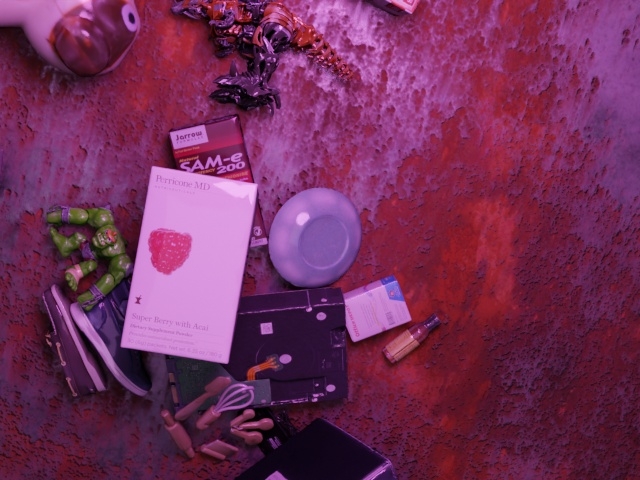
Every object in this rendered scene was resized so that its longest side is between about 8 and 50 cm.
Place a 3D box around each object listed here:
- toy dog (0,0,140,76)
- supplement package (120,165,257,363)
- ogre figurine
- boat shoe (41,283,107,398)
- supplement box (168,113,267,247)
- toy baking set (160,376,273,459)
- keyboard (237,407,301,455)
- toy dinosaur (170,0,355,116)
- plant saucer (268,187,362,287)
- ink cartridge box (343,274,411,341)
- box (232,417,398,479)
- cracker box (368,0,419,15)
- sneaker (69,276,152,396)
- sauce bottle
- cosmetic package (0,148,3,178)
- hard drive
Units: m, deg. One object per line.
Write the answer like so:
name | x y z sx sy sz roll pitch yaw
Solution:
toy dog | -0.483 -0.412 1.311 0.408 0.284 0.395 24 100 -12
supplement package | -0.212 0.039 1.386 0.177 0.175 0.293 9 89 -4
ogre figurine | -0.415 0.014 1.508 0.118 0.097 0.197 -23 60 -7
boat shoe | -0.474 0.193 1.550 0.069 0.081 0.227 -21 107 -4
supplement box | -0.185 -0.099 1.515 0.130 0.073 0.239 -14 103 -2
toy baking set | -0.202 0.338 1.583 0.197 0.030 0.256 -19 134 5
keyboard | -0.077 0.397 1.669 0.100 0.038 0.192 -26 107 25
toy dinosaur | -0.104 -0.344 1.434 0.322 0.164 0.218 17 85 12
plant saucer | 0.000 0.000 1.542 0.195 0.037 0.195 -7 106 -25
ink cartridge box | 0.102 0.131 1.606 0.122 0.052 0.088 -21 104 -1
box | -0.028 0.675 1.513 0.480 0.297 0.471 -32 107 -19
cracker box | 0.056 -0.463 1.409 0.232 0.156 0.067 25 100 -10
sneaker | -0.338 0.174 1.558 0.163 0.086 0.226 -31 110 -2
sauce bottle | 0.182 0.192 1.633 0.128 0.042 0.042 -36 104 3
cosmetic package | -0.626 -0.102 1.389 0.127 0.238 0.107 8 105 -10
hard drive | -0.120 0.211 1.566 0.339 0.064 0.237 -6 122 -4
